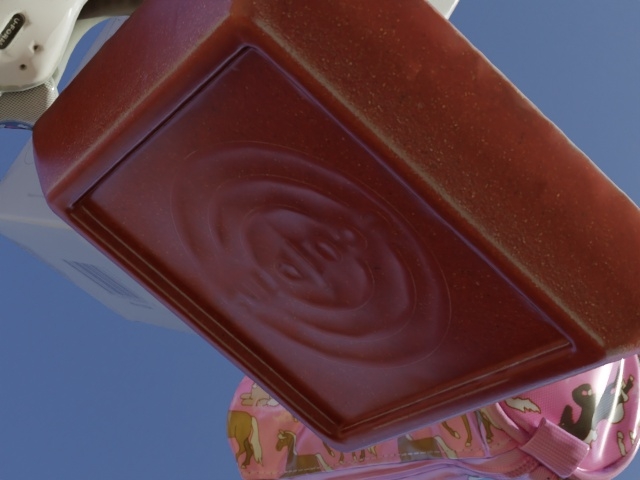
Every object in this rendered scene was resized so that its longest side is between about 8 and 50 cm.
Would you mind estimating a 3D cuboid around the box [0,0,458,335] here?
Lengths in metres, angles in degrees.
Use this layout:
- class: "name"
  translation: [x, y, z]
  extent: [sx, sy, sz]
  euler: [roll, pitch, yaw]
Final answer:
- class: "box"
  translation: [-0.078, -0.111, 0.994]
  extent: [0.168, 0.215, 0.345]
  euler: [39, -108, -31]

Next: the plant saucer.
- class: "plant saucer"
  translation: [0.000, 0.000, 0.568]
  extent: [0.259, 0.047, 0.258]
  euler: [41, -37, -13]

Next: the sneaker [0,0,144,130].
- class: "sneaker"
  translation: [-0.225, -0.108, 0.721]
  extent: [0.331, 0.122, 0.146]
  euler: [-33, -89, -12]

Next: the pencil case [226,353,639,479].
- class: "pencil case"
  translation: [0.078, 0.130, 0.994]
  extent: [0.386, 0.160, 0.167]
  euler: [-25, -110, 53]
